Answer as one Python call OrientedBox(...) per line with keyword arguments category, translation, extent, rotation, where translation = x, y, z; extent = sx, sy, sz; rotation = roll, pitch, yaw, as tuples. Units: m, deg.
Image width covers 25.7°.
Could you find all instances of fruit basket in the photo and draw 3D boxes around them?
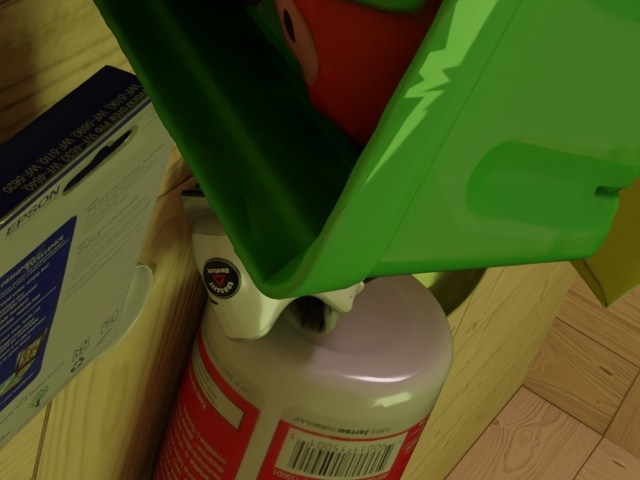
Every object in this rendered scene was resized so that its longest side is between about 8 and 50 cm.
OrientedBox(category="fruit basket", translation=(-0.034, -0.183, 0.595), extent=(0.283, 0.392, 0.392), rotation=(-62, 164, 21))

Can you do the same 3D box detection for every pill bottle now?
OrientedBox(category="pill bottle", translation=(-0.041, 0.213, 1.358), extent=(0.229, 0.229, 0.408), rotation=(-37, 154, -51))

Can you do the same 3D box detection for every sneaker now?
OrientedBox(category="sneaker", translation=(0.000, 0.000, 1.212), extent=(0.330, 0.122, 0.146), rotation=(-21, 108, -53))

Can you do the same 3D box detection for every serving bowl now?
OrientedBox(category="serving bowl", translation=(-0.163, 0.048, 1.062), extent=(0.083, 0.027, 0.083), rotation=(-51, 161, -24))

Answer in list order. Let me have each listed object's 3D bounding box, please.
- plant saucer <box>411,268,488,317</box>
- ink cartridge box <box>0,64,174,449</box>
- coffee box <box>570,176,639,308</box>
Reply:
OrientedBox(category="plant saucer", translation=(0.071, -0.003, 1.439), extent=(0.241, 0.037, 0.241), rotation=(-11, 121, -18))
OrientedBox(category="ink cartridge box", translation=(-0.170, 0.014, 0.829), extent=(0.165, 0.065, 0.333), rotation=(-45, 171, -36))
OrientedBox(category="coffee box", translation=(0.353, -0.184, 1.420), extent=(0.337, 0.338, 0.334), rotation=(-40, 171, 25))
